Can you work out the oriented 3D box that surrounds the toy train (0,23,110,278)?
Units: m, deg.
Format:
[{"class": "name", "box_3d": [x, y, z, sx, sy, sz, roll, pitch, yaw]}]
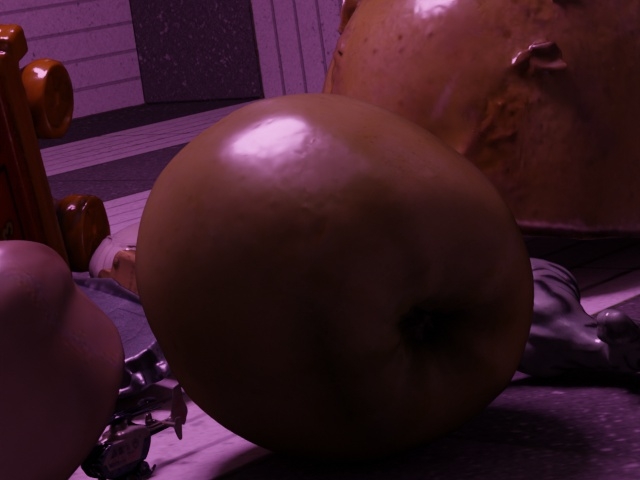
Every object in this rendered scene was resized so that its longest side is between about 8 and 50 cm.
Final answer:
[{"class": "toy train", "box_3d": [-0.319, -0.043, 1.624, 0.163, 0.369, 0.231, 2, 32, 19]}]

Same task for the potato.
[{"class": "potato", "box_3d": [0.200, -0.172, 1.806, 0.385, 0.319, 0.442, 10, 6, 29]}]

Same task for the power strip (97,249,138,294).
[{"class": "power strip", "box_3d": [-0.087, 0.066, 1.491, 0.044, 0.064, 0.305, 4, 10, -40]}]

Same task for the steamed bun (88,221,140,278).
[{"class": "steamed bun", "box_3d": [-0.118, 0.037, 1.685, 0.183, 0.106, 0.183, -6, 15, 2]}]

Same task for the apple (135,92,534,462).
[{"class": "apple", "box_3d": [0.008, 0.028, 1.225, 0.262, 0.262, 0.262, -8, 10, 1]}]

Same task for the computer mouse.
[{"class": "computer mouse", "box_3d": [-0.191, 0.096, 1.504, 0.126, 0.071, 0.231, -29, 28, -30]}]

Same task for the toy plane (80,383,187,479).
[{"class": "toy plane", "box_3d": [-0.130, 0.137, 1.259, 0.031, 0.049, 0.121, 0, 12, 35]}]

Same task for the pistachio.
[{"class": "pistachio", "box_3d": [-0.283, 0.111, 1.146, 0.332, 0.208, 0.226, -16, 52, 1]}]

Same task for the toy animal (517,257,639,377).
[{"class": "toy animal", "box_3d": [0.148, 0.060, 1.379, 0.170, 0.089, 0.255, 7, 12, -19]}]
